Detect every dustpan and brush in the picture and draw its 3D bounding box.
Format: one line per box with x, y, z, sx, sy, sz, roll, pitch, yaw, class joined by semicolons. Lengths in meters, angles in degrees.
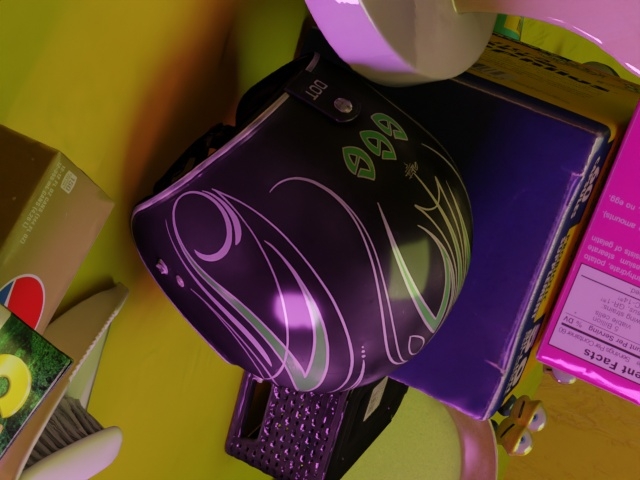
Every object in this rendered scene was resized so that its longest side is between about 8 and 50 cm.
-0.141;0.114;0.556;0.211;0.060;0.147;-26;137;-64;dustpan and brush

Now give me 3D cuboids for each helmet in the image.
0.000;0.000;0.638;0.169;0.161;0.169;-38;-167;11;helmet

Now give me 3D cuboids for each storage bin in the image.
0.012;0.108;0.958;0.180;0.084;0.122;-36;146;-59;storage bin

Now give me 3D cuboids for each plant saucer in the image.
0.062;0.231;1.145;0.241;0.037;0.240;-5;101;-28;plant saucer

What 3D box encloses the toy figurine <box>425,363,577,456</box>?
0.103;0.147;1.279;0.362;0.191;0.217;-52;128;-20;toy figurine

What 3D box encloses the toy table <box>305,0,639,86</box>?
0.108;-0.182;0.624;0.252;0.161;0.274;68;28;-26;toy table

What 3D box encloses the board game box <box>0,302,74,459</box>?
-0.192;0.103;0.334;0.259;0.030;0.136;-56;132;-17;board game box

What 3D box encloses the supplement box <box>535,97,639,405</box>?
0.232;-0.012;0.752;0.111;0.114;0.220;-27;140;-65;supplement box

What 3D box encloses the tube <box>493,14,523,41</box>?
0.158;-0.155;1.119;0.080;0.052;0.207;58;51;-82;tube

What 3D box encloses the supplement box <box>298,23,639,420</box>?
0.114;-0.040;0.880;0.356;0.195;0.194;-25;136;-65;supplement box

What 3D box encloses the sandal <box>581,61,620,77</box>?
0.282;-0.082;1.499;0.086;0.120;0.302;-2;116;-40;sandal

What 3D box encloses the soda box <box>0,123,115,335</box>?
-0.151;0.044;0.434;0.181;0.061;0.058;-63;162;-10;soda box
